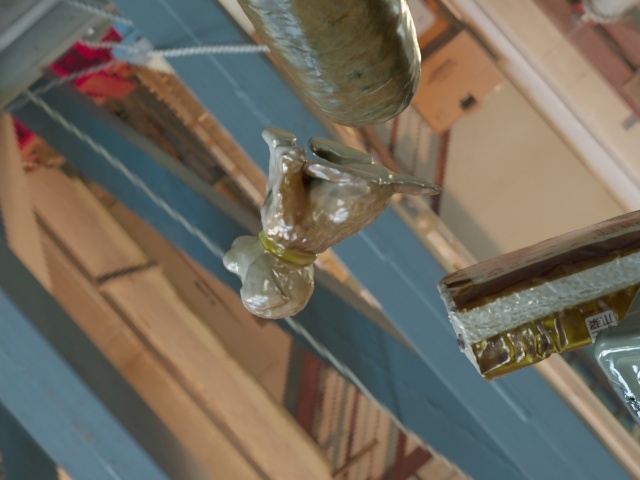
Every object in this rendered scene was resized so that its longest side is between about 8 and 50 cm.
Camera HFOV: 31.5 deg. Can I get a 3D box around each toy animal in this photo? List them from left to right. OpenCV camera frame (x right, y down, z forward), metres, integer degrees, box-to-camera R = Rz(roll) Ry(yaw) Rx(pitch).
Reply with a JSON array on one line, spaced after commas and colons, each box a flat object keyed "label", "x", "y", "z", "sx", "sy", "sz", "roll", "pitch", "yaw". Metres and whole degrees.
[{"label": "toy animal", "x": 0.007, "y": 0.002, "z": 1.110, "sx": 0.104, "sy": 0.184, "sz": 0.185, "roll": -121, "pitch": -132, "yaw": -71}]

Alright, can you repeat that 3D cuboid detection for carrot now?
[{"label": "carrot", "x": -0.028, "y": -0.138, "z": 0.397, "sx": 0.070, "sy": 0.070, "sz": 0.342, "roll": -41, "pitch": 151, "yaw": 0}]

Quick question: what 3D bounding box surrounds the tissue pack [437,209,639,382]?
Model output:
[{"label": "tissue pack", "x": 0.223, "y": 0.040, "z": 1.011, "sx": 0.226, "sy": 0.091, "sz": 0.183, "roll": -22, "pitch": -179, "yaw": 4}]

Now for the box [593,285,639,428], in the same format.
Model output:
[{"label": "box", "x": 0.272, "y": 0.065, "z": 0.696, "sx": 0.172, "sy": 0.124, "sz": 0.092, "roll": -13, "pitch": -146, "yaw": 44}]
